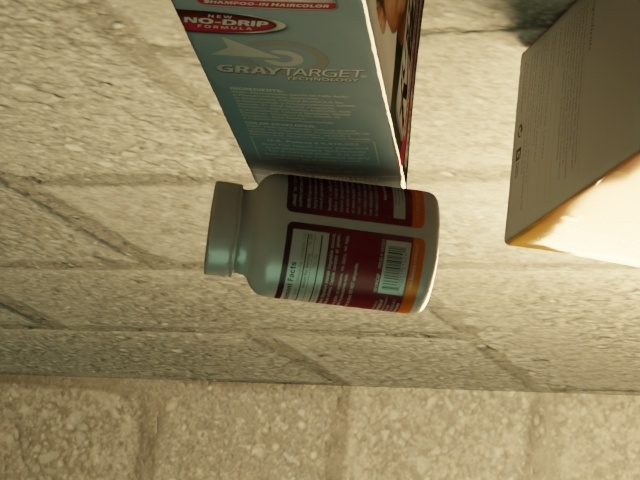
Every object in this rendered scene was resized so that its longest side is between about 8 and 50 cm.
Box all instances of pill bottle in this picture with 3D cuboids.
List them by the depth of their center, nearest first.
[{"bbox_3d":[0.000,0.000,1.201,0.152,0.086,0.086,7,164,-5],"label":"pill bottle"}]

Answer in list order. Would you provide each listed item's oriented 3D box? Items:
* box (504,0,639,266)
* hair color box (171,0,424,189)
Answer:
[{"bbox_3d":[0.295,-0.096,1.270,0.215,0.168,0.345,10,164,-12],"label":"box"},{"bbox_3d":[-0.003,-0.174,1.090,0.114,0.185,0.374,4,164,8],"label":"hair color box"}]
